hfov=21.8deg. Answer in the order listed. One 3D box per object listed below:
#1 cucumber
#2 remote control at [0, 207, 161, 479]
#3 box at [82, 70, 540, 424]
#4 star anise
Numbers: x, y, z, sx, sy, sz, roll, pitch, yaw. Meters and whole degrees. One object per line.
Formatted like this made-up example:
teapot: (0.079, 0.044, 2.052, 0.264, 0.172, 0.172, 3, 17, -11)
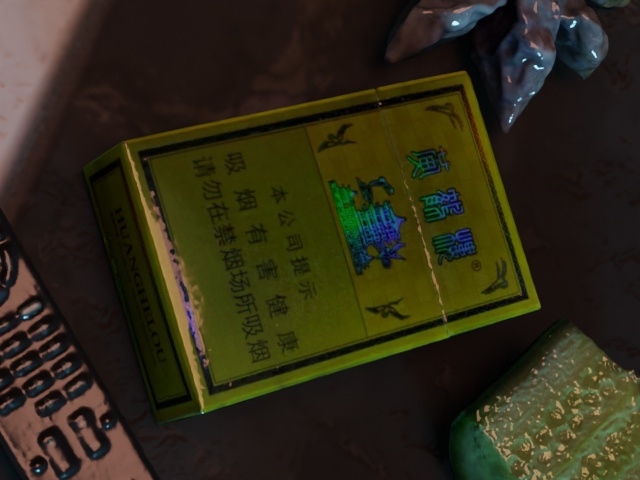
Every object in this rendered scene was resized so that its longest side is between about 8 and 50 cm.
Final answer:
cucumber: (0.135, 0.115, 0.925, 0.116, 0.062, 0.115, 50, 57, -1)
remote control: (-0.158, 0.037, 0.797, 0.063, 0.025, 0.245, -31, 94, -31)
box: (0.000, 0.000, 0.875, 0.220, 0.064, 0.141, -15, 85, -30)
star anise: (0.096, -0.179, 0.968, 0.262, 0.081, 0.230, 5, 86, -31)
